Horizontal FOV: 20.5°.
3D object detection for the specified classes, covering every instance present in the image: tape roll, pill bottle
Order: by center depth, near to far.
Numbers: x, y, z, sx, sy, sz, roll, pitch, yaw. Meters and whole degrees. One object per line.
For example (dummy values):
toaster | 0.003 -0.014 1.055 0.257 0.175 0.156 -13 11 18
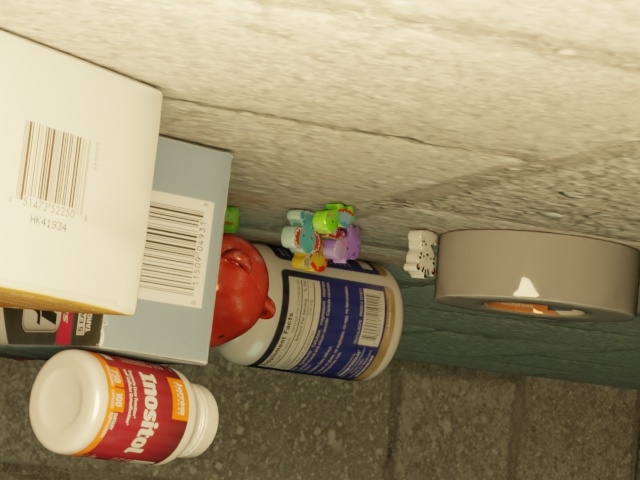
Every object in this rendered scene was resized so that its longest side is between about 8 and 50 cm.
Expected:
pill bottle | -0.158 0.141 1.464 0.086 0.086 0.152 0 170 40
tape roll | 0.233 0.040 1.906 0.219 0.072 0.219 6 172 1
pill bottle | -0.044 0.084 2.172 0.265 0.153 0.153 11 171 -30

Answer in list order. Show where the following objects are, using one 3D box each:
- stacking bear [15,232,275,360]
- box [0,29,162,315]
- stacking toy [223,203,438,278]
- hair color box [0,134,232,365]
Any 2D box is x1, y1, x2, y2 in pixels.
stacking bear | -0.189 0.040 1.837 0.289 0.164 0.175 7 138 26
box | -0.319 -0.047 1.265 0.345 0.168 0.215 2 172 33
stacking toy | 0.000 0.000 1.861 0.167 0.052 0.221 1 171 35
hair color box | -0.236 0.013 1.607 0.114 0.185 0.374 12 171 -35
